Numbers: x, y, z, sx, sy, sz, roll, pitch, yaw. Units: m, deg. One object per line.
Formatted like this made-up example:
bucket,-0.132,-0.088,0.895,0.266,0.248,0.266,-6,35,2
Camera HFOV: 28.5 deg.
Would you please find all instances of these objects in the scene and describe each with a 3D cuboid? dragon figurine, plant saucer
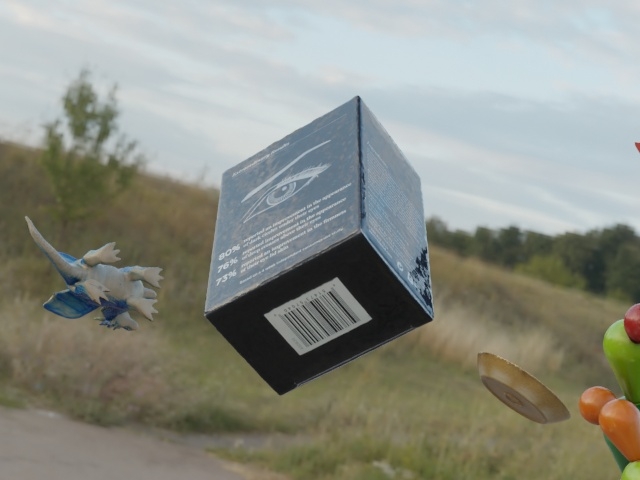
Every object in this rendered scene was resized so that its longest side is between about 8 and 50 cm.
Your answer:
dragon figurine,-0.306,0.057,1.647,0.144,0.085,0.289,-9,-22,39
plant saucer,0.149,0.115,0.948,0.083,0.015,0.083,35,-14,10

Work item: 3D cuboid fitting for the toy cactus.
toy cactus,0.199,0.146,0.699,0.112,0.219,0.180,-27,-8,-14

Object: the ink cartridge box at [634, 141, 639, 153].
ink cartridge box,0.431,-0.005,1.452,0.225,0.056,0.181,56,-5,-9

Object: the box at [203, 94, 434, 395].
box,0.000,0.000,1.046,0.108,0.153,0.207,50,24,-29
